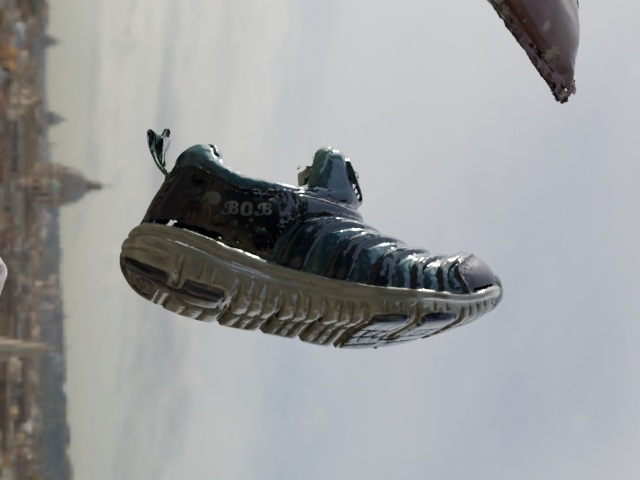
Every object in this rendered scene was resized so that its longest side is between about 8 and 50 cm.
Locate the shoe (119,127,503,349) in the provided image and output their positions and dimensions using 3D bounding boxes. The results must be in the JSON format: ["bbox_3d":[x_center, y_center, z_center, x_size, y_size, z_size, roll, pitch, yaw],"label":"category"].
[{"bbox_3d":[0.000,0.000,0.575,0.091,0.207,0.106,132,-28,-70],"label":"shoe"}]

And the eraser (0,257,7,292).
[{"bbox_3d":[-0.296,0.146,0.641,0.144,0.078,0.343,-44,163,-57],"label":"eraser"}]

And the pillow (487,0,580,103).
[{"bbox_3d":[0.106,-0.177,0.621,0.043,0.185,0.118,-22,-138,36],"label":"pillow"}]
